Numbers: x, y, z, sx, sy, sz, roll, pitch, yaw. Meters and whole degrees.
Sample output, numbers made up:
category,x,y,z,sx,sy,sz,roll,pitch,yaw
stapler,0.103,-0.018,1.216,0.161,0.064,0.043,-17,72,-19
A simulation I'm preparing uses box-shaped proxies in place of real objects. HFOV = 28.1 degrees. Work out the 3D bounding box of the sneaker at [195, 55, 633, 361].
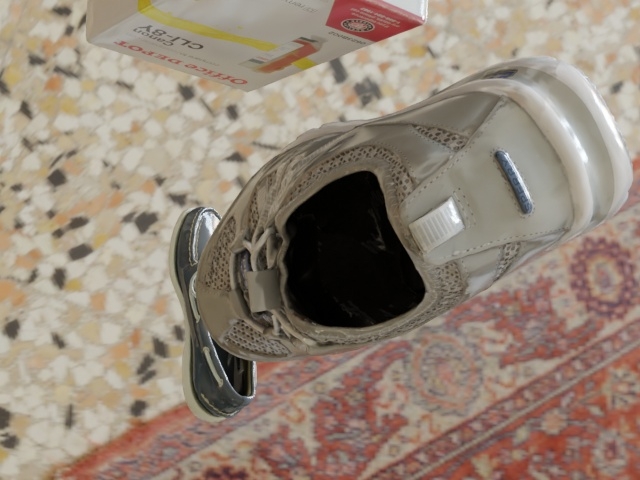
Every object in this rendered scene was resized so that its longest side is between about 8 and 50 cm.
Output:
category,x,y,z,sx,sy,sz,roll,pitch,yaw
sneaker,0.000,0.000,0.564,0.115,0.281,0.105,-27,87,-34

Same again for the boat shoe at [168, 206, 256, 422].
category,x,y,z,sx,sy,sz,roll,pitch,yaw
boat shoe,-0.114,0.071,1.420,0.095,0.079,0.254,18,56,-36

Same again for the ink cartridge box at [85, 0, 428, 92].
category,x,y,z,sx,sy,sz,roll,pitch,yaw
ink cartridge box,-0.087,-0.336,1.646,0.279,0.385,0.160,14,74,-37
